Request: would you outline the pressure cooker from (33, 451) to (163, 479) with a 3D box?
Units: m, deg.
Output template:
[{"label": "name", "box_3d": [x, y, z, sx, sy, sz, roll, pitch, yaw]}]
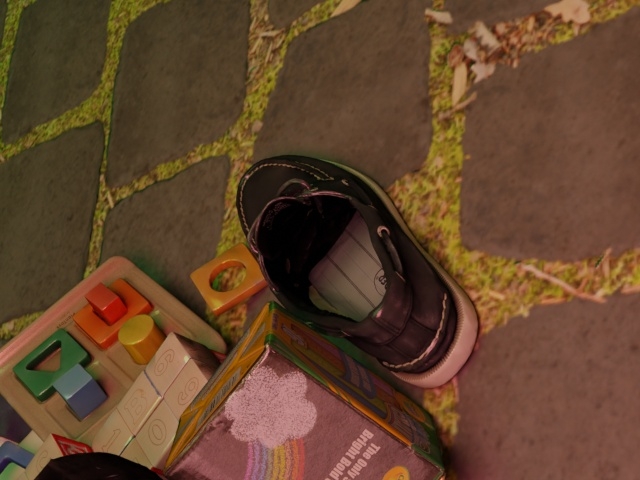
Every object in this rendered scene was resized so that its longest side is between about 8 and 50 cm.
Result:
[{"label": "pressure cooker", "box_3d": [-0.148, 0.400, 0.885, 0.420, 0.375, 0.370, 48, 120, 20]}]

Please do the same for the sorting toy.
[{"label": "sorting toy", "box_3d": [-0.207, 0.103, 1.284, 0.348, 0.047, 0.196, -41, 46, -15]}]

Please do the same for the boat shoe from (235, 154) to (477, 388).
[{"label": "boat shoe", "box_3d": [-0.002, 0.004, 1.186, 0.127, 0.113, 0.340, -52, 41, 12]}]

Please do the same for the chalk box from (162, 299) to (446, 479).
[{"label": "chalk box", "box_3d": [0.008, 0.169, 1.046, 0.132, 0.213, 0.132, -51, 8, 9]}]

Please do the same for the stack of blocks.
[{"label": "stack of blocks", "box_3d": [-0.164, 0.229, 1.187, 0.297, 0.171, 0.087, -53, 41, 9]}]

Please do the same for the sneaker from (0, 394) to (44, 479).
[{"label": "sneaker", "box_3d": [-0.324, 0.232, 1.391, 0.350, 0.131, 0.148, -40, 46, 10]}]
